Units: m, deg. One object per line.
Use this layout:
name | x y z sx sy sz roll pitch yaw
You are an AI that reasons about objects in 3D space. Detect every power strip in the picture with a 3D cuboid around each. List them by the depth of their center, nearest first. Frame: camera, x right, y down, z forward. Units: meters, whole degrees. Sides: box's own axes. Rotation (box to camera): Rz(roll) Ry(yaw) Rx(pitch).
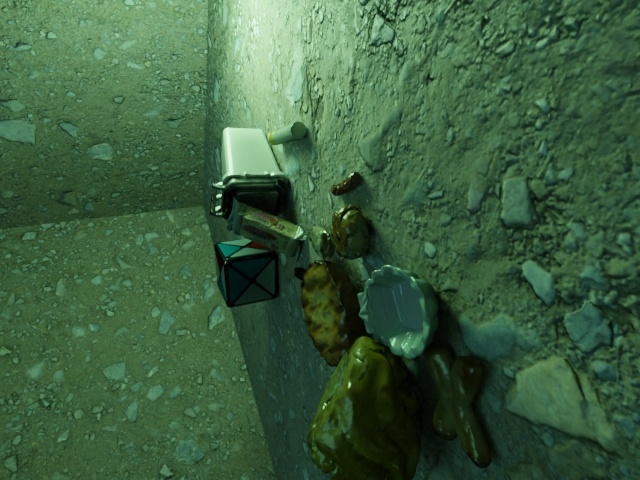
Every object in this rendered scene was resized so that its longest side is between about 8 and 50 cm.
power strip | -0.069 0.128 1.574 0.111 0.029 0.038 -163 65 -67

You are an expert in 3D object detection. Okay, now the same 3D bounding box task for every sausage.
sausage | 0.066 -0.152 1.146 0.036 0.042 0.158 38 162 -13

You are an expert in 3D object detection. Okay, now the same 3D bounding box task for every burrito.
burrito | 0.000 0.000 1.266 0.275 0.059 0.082 -132 38 -80

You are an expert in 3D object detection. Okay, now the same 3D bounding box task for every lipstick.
lipstick | -0.124 -0.376 1.471 0.264 0.059 0.059 -162 65 -64

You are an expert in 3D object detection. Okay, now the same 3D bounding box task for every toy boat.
toy boat | 0.178 0.150 0.916 0.290 0.100 0.200 157 103 -66

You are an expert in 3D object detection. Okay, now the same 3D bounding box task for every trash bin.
trash bin | -0.314 -0.274 1.688 0.256 0.295 0.368 110 149 -51

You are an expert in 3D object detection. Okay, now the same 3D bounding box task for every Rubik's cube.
Rubik's cube | -0.351 0.143 1.958 0.250 0.246 0.248 -143 48 -59

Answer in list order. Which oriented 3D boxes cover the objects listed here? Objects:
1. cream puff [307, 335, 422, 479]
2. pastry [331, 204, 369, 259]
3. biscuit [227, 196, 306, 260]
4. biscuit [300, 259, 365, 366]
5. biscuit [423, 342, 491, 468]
cream puff | 0.130 0.410 0.980 0.291 0.257 0.324 -59 -4 15
pastry | 0.078 -0.020 1.110 0.153 0.081 0.153 174 90 -80
biscuit | -0.207 -0.038 1.580 0.186 0.309 0.079 116 177 -52
biscuit | 0.038 0.216 1.265 0.325 0.107 0.326 30 124 58
biscuit | 0.271 0.319 0.830 0.164 0.047 0.208 -173 75 -65
